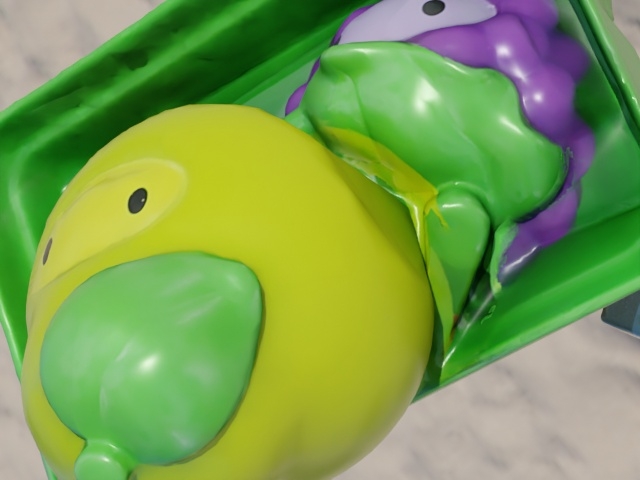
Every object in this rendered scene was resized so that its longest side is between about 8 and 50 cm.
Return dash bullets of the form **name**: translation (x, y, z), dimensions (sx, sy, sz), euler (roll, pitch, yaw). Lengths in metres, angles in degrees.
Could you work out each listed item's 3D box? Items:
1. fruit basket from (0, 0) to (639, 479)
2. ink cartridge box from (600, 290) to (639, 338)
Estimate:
- **fruit basket**: translation (-0.027, -0.007, 0.888), dimensions (0.283, 0.392, 0.392), euler (70, 153, 18)
- **ink cartridge box**: translation (0.299, 0.060, 1.029), dimensions (0.193, 0.088, 0.235), euler (22, 180, -32)
